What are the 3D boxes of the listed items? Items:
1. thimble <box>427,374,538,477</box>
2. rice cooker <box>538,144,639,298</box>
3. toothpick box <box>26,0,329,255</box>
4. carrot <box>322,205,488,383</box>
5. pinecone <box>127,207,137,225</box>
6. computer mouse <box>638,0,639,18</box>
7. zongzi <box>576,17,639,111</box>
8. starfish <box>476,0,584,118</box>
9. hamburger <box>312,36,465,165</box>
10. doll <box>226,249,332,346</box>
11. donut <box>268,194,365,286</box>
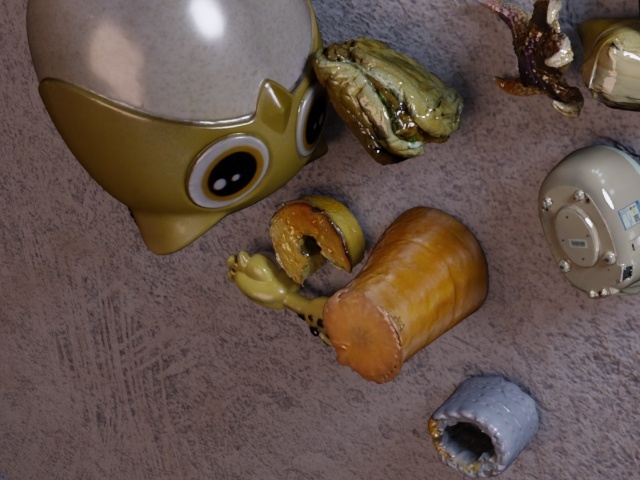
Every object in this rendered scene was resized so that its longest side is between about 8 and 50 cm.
[{"bbox_3d":[0.255,0.288,1.924,0.151,0.118,0.127,1,117,43],"label":"thimble"},{"bbox_3d":[0.365,-0.020,1.602,0.145,0.127,0.206,-12,99,53],"label":"rice cooker"},{"bbox_3d":[-0.187,-0.237,1.777,0.409,0.409,0.425,3,124,43],"label":"toothpick box"},{"bbox_3d":[0.111,0.086,1.826,0.196,0.254,0.196,20,126,30],"label":"carrot"},{"bbox_3d":[-0.275,-0.075,2.189,0.121,0.140,0.140,50,145,40],"label":"pinecone"},{"bbox_3d":[0.413,-0.303,1.387,0.099,0.057,0.172,21,95,10],"label":"computer mouse"},{"bbox_3d":[0.403,-0.218,1.477,0.195,0.197,0.099,8,116,-2],"label":"zongzi"},{"bbox_3d":[0.269,-0.234,1.557,0.238,0.071,0.216,113,143,-70],"label":"starfish"},{"bbox_3d":[0.084,-0.191,1.705,0.206,0.183,0.130,41,111,17],"label":"hamburger"},{"bbox_3d":[-0.040,0.102,2.108,0.291,0.086,0.117,27,139,25],"label":"doll"},{"bbox_3d":[-0.006,-0.010,2.009,0.181,0.078,0.146,-17,100,52],"label":"donut"}]
